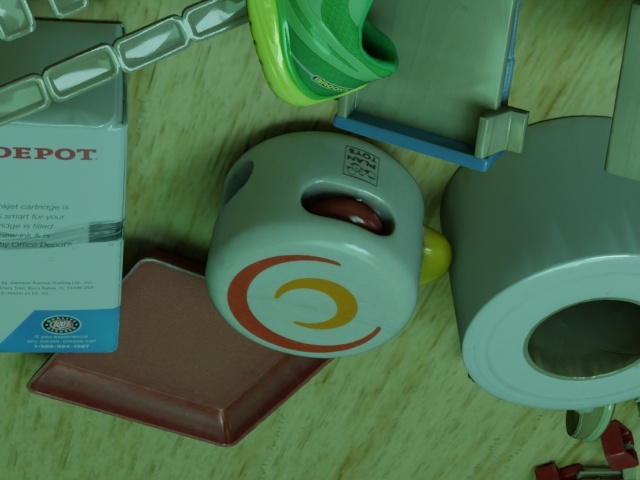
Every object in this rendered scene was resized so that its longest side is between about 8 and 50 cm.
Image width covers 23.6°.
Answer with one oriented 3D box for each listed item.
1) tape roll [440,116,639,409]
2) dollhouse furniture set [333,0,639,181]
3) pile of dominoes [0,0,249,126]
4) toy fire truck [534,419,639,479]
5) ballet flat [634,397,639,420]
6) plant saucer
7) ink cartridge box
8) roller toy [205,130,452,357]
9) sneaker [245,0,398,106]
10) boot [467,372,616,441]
[{"bbox_3d":[0.242,0.026,1.441,0.246,0.169,0.246,-3,141,-2],"label":"tape roll"},{"bbox_3d":[0.171,-0.220,1.212,0.303,0.198,0.286,17,122,21],"label":"dollhouse furniture set"},{"bbox_3d":[-0.193,-0.210,1.142,0.251,0.040,0.196,-24,120,-8],"label":"pile of dominoes"},{"bbox_3d":[0.340,0.300,1.890,0.135,0.047,0.192,-20,140,16],"label":"toy fire truck"},{"bbox_3d":[0.469,0.236,1.760,0.147,0.147,0.409,-30,136,27],"label":"ballet flat"},{"bbox_3d":[-0.135,0.108,1.593,0.259,0.048,0.258,20,135,-29],"label":"plant saucer"},{"bbox_3d":[-0.282,-0.041,1.323,0.223,0.129,0.307,2,140,-8],"label":"ink cartridge box"},{"bbox_3d":[0.000,0.000,1.395,0.209,0.146,0.191,-10,138,21],"label":"roller toy"},{"bbox_3d":[-0.005,-0.234,1.111,0.123,0.109,0.296,-8,131,9],"label":"sneaker"},{"bbox_3d":[0.240,0.142,1.659,0.165,0.077,0.213,-2,136,-5],"label":"boot"}]
